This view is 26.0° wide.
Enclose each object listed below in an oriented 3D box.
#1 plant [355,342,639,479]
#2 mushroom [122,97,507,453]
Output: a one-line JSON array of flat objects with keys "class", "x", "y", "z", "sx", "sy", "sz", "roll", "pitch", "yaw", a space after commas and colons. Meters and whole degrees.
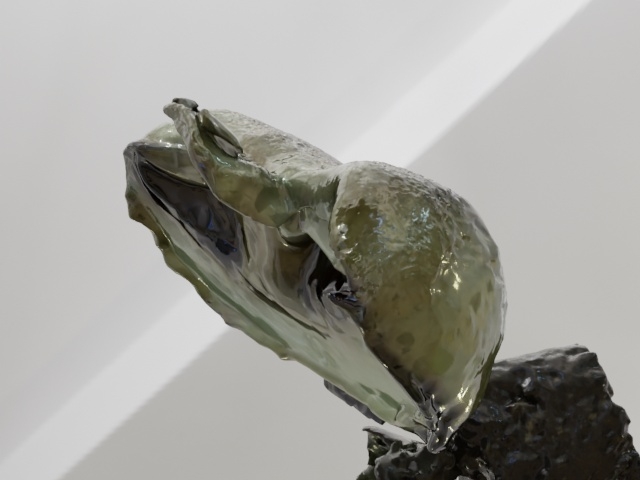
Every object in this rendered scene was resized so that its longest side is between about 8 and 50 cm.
[{"class": "plant", "x": 0.120, "y": 0.158, "z": 0.993, "sx": 0.203, "sy": 0.131, "sz": 0.142, "roll": -16, "pitch": -16, "yaw": -3}, {"class": "mushroom", "x": 0.002, "y": -0.001, "z": 0.877, "sx": 0.130, "sy": 0.344, "sz": 0.247, "roll": -41, "pitch": -67, "yaw": -16}]
